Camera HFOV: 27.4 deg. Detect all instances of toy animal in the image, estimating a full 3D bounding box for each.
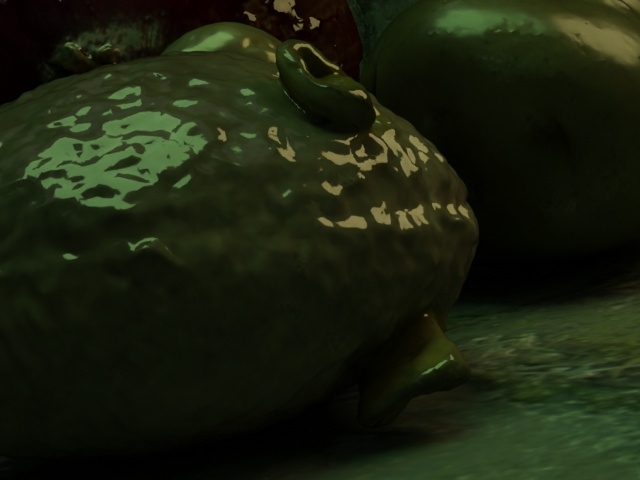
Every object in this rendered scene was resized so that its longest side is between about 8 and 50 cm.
[{"bbox_3d":[-0.071,0.006,0.619,0.358,0.188,0.226,-14,2,-29],"label":"toy animal"}]

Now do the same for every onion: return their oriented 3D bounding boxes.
[{"bbox_3d":[-0.133,-0.131,1.096,0.347,0.348,0.385,-10,20,1],"label":"onion"}]

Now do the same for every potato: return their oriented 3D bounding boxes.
[{"bbox_3d":[0.159,-0.089,0.940,0.243,0.221,0.326,-15,5,25],"label":"potato"}]

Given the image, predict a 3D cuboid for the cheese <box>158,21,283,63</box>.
[{"bbox_3d":[-0.063,-0.035,0.867,0.235,0.218,0.117,11,17,-7],"label":"cheese"}]
